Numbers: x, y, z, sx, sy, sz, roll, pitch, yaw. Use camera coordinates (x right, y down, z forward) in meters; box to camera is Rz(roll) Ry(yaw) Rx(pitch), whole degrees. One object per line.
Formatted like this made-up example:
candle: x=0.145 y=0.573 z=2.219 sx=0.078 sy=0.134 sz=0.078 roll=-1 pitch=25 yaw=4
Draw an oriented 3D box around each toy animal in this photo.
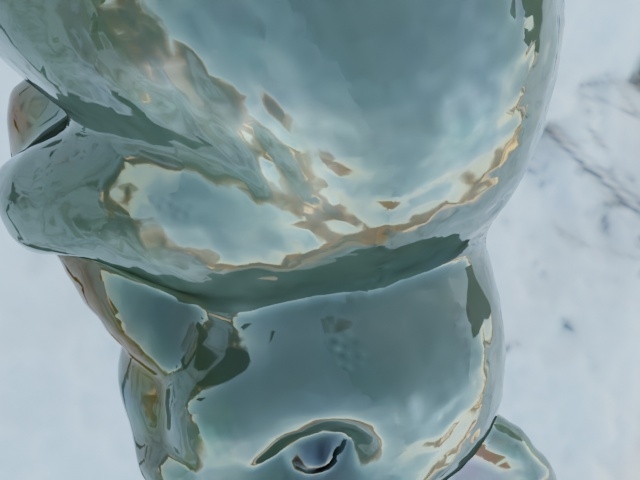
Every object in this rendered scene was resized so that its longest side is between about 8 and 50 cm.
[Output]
toy animal: x=0.000 y=0.002 z=0.424 sx=0.125 sy=0.127 sz=0.251 roll=-23 pitch=122 yaw=-10
